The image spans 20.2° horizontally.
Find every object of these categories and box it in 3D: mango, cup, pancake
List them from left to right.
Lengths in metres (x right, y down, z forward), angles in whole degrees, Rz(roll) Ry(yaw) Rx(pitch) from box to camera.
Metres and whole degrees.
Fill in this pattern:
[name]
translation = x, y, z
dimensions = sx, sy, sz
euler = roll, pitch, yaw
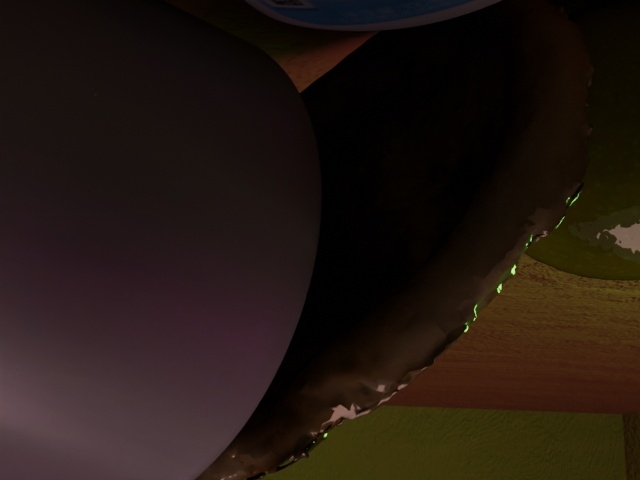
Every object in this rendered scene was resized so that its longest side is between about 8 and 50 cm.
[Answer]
[cup]
translation = -0.199, -0.030, 0.787
dimensions = 0.253, 0.253, 0.371
euler = -12, 155, 42
[pancake]
translation = 0.002, 0.001, 0.941
dimensions = 0.065, 0.356, 0.356
euler = 43, 147, -24
[mango]
translation = 0.221, -0.067, 0.978
dimensions = 0.293, 0.175, 0.143
euler = -15, 133, 12

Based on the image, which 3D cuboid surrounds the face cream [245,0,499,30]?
[face cream]
translation = -0.013, -0.158, 0.659
dimensions = 0.163, 0.080, 0.337
euler = -9, 168, 19
